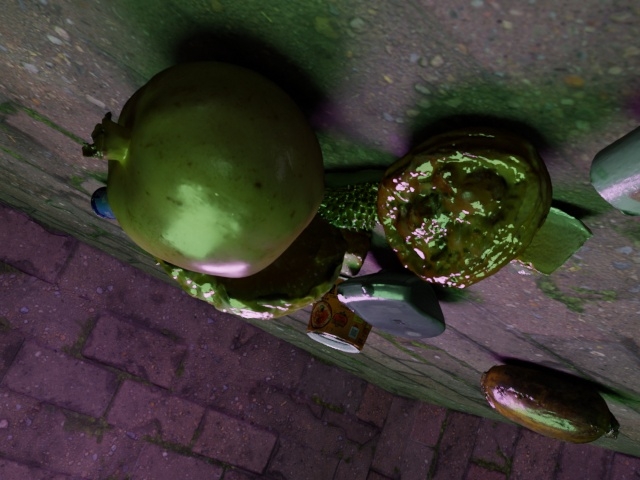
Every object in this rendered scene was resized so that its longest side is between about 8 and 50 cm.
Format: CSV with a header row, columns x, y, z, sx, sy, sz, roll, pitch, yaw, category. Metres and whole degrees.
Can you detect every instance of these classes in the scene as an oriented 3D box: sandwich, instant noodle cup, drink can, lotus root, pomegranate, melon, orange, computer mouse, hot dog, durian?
x,y,z,sx,sy,sz,roll,pitch,yaw,category
0.000,0.000,1.237,0.214,0.065,0.186,21,162,4,sandwich
0.064,0.215,1.613,0.216,0.172,0.216,19,162,6,instant noodle cup
-0.525,-0.100,1.519,0.235,0.097,0.097,7,157,42,drink can
0.674,0.486,1.672,0.397,0.179,0.196,16,164,21,lotus root
-0.157,-0.099,0.775,0.319,0.319,0.319,20,162,7,pomegranate
0.293,-0.004,0.847,0.202,0.093,0.139,22,171,25,melon
-0.148,0.016,1.056,0.368,0.271,0.210,28,145,3,orange
0.176,0.136,1.316,0.188,0.122,0.371,-5,156,28,computer mouse
0.180,-0.040,0.753,0.196,0.122,0.272,60,155,3,hot dog
0.051,-0.061,0.958,0.220,0.095,0.137,14,161,44,durian

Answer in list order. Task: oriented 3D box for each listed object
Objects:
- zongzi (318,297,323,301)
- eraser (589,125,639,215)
x,y,z,sx,sy,sz,roll,pitch,yaw,category
-0.033,0.122,1.582,0.052,0.104,0.113,-2,176,-27,zongzi
0.376,-0.086,0.473,0.174,0.081,0.227,3,163,-11,eraser
